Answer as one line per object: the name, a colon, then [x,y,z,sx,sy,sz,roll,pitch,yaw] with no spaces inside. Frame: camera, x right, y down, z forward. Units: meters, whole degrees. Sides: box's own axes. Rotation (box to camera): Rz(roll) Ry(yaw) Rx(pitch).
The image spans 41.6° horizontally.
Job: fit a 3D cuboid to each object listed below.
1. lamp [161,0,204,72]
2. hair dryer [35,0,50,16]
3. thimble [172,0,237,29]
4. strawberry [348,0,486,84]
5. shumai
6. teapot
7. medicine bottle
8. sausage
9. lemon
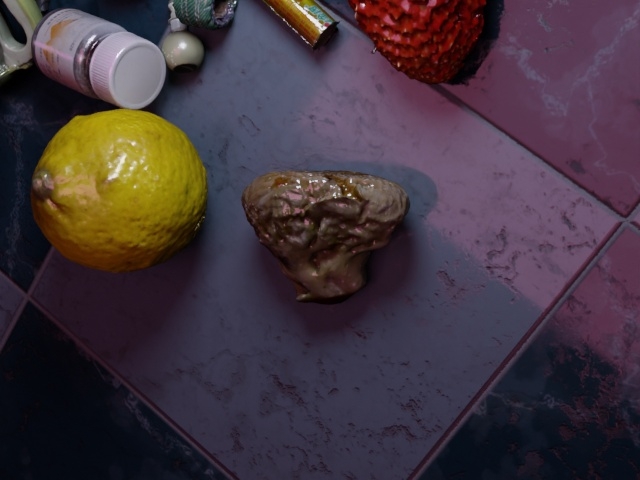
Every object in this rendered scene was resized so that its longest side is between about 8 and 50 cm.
lamp: [-0.297,-0.440,1.786,0.091,0.091,0.163,-13,79,24]
hair dryer: [-0.661,-0.588,1.886,0.236,0.091,0.271,2,98,14]
thimble: [-0.231,-0.490,1.714,0.090,0.135,0.118,19,113,16]
strawberry: [0.149,-0.461,1.515,0.292,0.292,0.343,11,118,20]
shumai: [-0.001,0.004,1.662,0.346,0.217,0.283,8,101,18]
teapot: [-0.766,-0.468,1.913,0.322,0.239,0.239,-37,109,4]
medicine bottle: [-0.471,-0.386,1.785,0.273,0.165,0.165,25,108,33]
sausage: [-0.114,-0.529,1.697,0.371,0.082,0.082,45,112,10]
lemon: [-0.420,-0.102,1.736,0.350,0.387,0.349,5,97,41]
